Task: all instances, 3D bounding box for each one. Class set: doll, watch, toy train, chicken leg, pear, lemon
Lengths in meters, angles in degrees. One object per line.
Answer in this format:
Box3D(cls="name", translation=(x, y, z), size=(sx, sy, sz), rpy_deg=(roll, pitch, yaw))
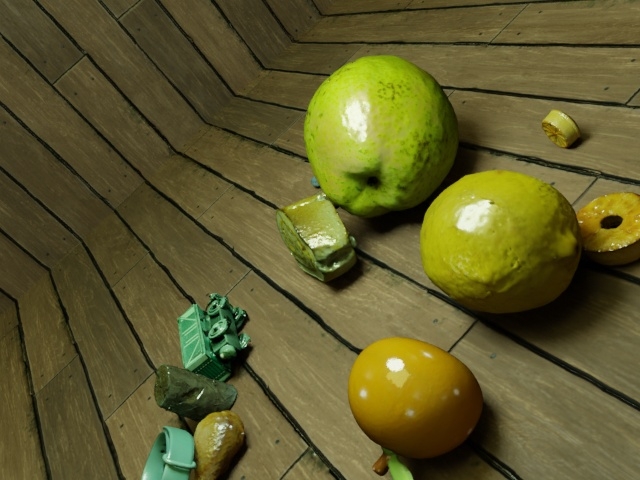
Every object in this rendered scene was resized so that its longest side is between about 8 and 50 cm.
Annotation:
Box3D(cls="doll", translation=(0.132, 0.274, 1.058), size=(0.213, 0.213, 0.235), rpy_deg=(9, 70, 53))
Box3D(cls="watch", translation=(-0.309, 0.472, 1.329), size=(0.237, 0.068, 0.195), rpy_deg=(-36, 36, 63))
Box3D(cls="toy train", translation=(-0.256, 0.235, 1.625), size=(0.154, 0.115, 0.269), rpy_deg=(-45, 29, 8))
Box3D(cls="chicken leg", translation=(-0.221, 0.456, 1.318), size=(0.107, 0.087, 0.251), rpy_deg=(-27, 37, 42))
Box3D(cls="pear", translation=(0.141, -0.234, 1.565), size=(0.391, 0.391, 0.391), rpy_deg=(-28, 32, 20))
Box3D(cls="lemon", translation=(0.307, 0.003, 1.154), size=(0.260, 0.260, 0.284), rpy_deg=(-41, 31, -1))

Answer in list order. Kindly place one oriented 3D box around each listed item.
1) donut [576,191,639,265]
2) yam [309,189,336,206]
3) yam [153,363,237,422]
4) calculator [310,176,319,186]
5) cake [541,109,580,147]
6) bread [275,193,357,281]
Box3D(cls="donut", translation=(0.508, -0.017, 1.147), size=(0.152, 0.058, 0.151), rpy_deg=(-29, 31, 19))
Box3D(cls="yam", translation=(0.093, -0.160, 1.802), size=(0.300, 0.066, 0.066), rpy_deg=(-32, 31, 11))
Box3D(cls="yam", translation=(-0.285, 0.340, 1.468), size=(0.107, 0.183, 0.107), rpy_deg=(-31, 44, 34))
Box3D(cls="calculator", translation=(0.087, -0.269, 1.972), size=(0.303, 0.042, 0.188), rpy_deg=(-44, 31, -13))
Box3D(cls="cake", translation=(0.512, -0.238, 1.414), size=(0.044, 0.084, 0.084), rpy_deg=(-44, 30, -1))
Box3D(cls="bread", translation=(0.000, 0.000, 1.581), size=(0.124, 0.185, 0.257), rpy_deg=(-29, 32, -14))
